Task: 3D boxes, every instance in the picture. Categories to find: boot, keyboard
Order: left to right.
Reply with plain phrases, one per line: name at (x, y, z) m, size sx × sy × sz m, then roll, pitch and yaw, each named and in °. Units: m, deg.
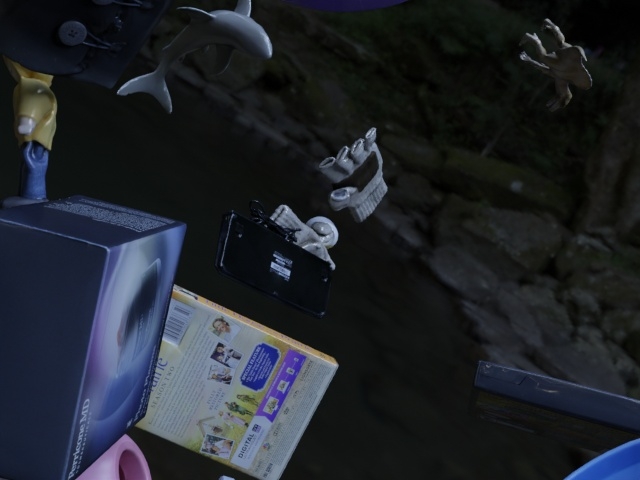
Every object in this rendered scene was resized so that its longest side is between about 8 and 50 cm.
boot at (-0.315, -0.422, 1.157) m, size 0.367 × 0.445 × 0.146 m, roll 23°, pitch 40°, yaw -39°
keyboard at (-0.057, 0.022, 1.063) m, size 0.038 × 0.100 × 0.192 m, roll -4°, pitch -24°, yaw 39°

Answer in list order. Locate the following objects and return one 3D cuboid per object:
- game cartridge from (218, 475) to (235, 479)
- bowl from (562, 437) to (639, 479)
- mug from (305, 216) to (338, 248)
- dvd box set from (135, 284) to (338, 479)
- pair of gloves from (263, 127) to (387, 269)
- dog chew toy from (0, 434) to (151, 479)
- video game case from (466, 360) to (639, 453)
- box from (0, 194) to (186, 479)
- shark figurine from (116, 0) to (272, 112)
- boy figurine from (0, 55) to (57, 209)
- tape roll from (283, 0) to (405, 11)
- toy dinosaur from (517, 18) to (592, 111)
game cartridge at (-0.170, 0.495, 1.723) m, size 0.056 × 0.017 × 0.083 m, roll 47°, pitch 18°, yaw -55°
bowl at (0.321, 0.289, 0.669) m, size 0.391 × 0.391 × 0.077 m, roll -119°, pitch -175°, yaw -68°
mug at (0.003, -0.002, 1.590) m, size 0.062 × 0.078 × 0.064 m, roll 0°, pitch 4°, yaw -10°
dvd box set at (-0.216, 0.305, 1.910) m, size 0.420 × 0.307 × 0.062 m, roll 25°, pitch 6°, yaw -11°
pair of gloves at (0.012, -0.029, 1.244) m, size 0.042 × 0.240 × 0.204 m, roll 34°, pitch -15°, yaw 25°
dog chew toy at (-0.420, 0.389, 1.315) m, size 0.206 × 0.332 × 0.206 m, roll -17°, pitch 90°, yaw -79°
video game case at (0.299, 0.198, 0.975) m, size 0.275 × 0.035 × 0.248 m, roll 14°, pitch -14°, yaw 12°
box at (-0.316, 0.113, 1.128) m, size 0.183 × 0.296 × 0.294 m, roll 14°, pitch 9°, yaw 7°
shark figurine at (-0.212, -0.333, 1.471) m, size 0.116 × 0.278 × 0.166 m, roll 24°, pitch 55°, yaw -53°
boy figurine at (-0.458, -0.186, 1.404) m, size 0.092 × 0.285 × 0.177 m, roll -2°, pitch 3°, yaw -15°
tape roll at (0.019, -0.314, 0.658) m, size 0.275 × 0.275 × 0.090 m, roll 35°, pitch 0°, yaw 12°
toy dinosaur at (0.279, -0.211, 1.036) m, size 0.092 × 0.053 × 0.183 m, roll 46°, pitch -4°, yaw 13°
